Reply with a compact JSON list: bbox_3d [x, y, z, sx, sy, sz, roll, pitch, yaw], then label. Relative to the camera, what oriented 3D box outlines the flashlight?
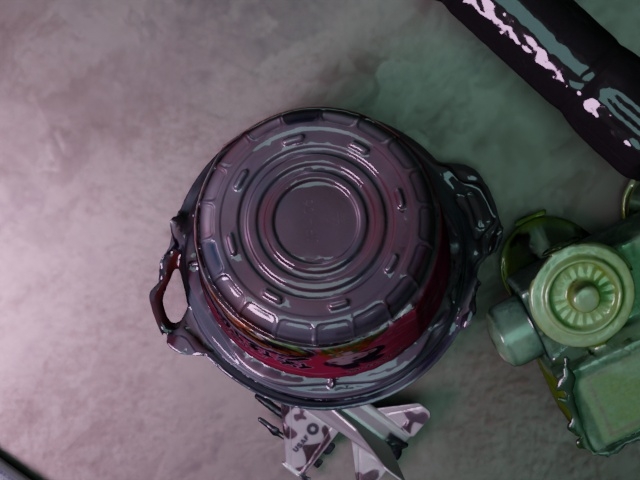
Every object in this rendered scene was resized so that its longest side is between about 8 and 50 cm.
[{"bbox_3d":[0.130,-0.214,1.202,0.424,0.103,0.103,43,96,1],"label":"flashlight"}]

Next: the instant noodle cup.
[{"bbox_3d":[0.000,0.000,1.175,0.302,0.181,0.258,-30,80,-3],"label":"instant noodle cup"}]

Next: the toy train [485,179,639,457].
[{"bbox_3d":[0.275,0.048,1.225,0.272,0.159,0.188,-27,101,1],"label":"toy train"}]

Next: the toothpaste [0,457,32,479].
[{"bbox_3d":[-0.325,0.186,1.317,0.218,0.033,0.052,34,93,0],"label":"toothpaste"}]

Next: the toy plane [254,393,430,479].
[{"bbox_3d":[-0.006,0.123,1.284,0.234,0.082,0.160,40,107,11],"label":"toy plane"}]
